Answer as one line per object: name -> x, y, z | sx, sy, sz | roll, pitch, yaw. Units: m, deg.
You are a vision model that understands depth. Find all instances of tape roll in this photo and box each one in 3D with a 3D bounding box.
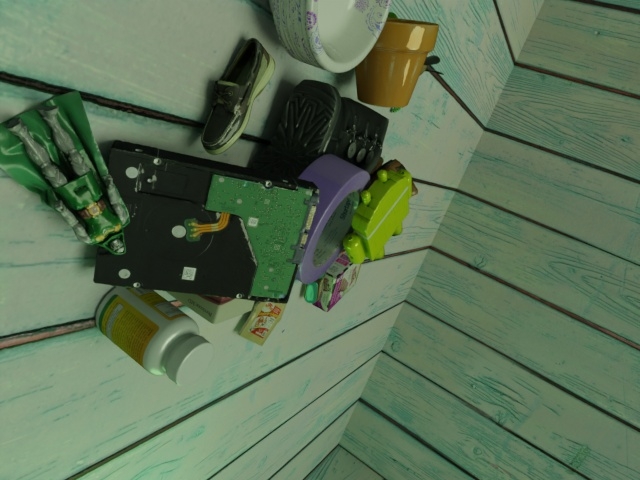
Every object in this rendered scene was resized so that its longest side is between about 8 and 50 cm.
tape roll -> 0.002, -0.044, 0.997 | 0.275, 0.090, 0.275 | -51, 161, -26

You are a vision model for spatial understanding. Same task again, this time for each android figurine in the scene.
android figurine -> 0.143, -0.060, 1.087 | 0.248, 0.056, 0.273 | -52, 153, -13

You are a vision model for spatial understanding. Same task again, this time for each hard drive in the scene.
hard drive -> -0.191, -0.019, 0.789 | 0.339, 0.064, 0.236 | 9, 113, -20

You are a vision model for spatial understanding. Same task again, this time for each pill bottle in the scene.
pill bottle -> -0.298, 0.171, 0.838 | 0.117, 0.208, 0.117 | -45, 151, -34

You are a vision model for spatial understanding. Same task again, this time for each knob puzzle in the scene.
knob puzzle -> -0.163, 0.212, 1.373 | 0.213, 0.030, 0.213 | -44, 150, -34

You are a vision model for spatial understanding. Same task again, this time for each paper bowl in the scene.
paper bowl -> 0.013, -0.473, 0.851 | 0.284, 0.148, 0.284 | -46, 152, -33

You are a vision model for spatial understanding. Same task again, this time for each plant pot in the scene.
plant pot -> 0.165, -0.429, 1.105 | 0.205, 0.205, 0.188 | -32, 136, -48

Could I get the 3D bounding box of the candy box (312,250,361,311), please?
candy box -> 0.069, 0.137, 1.685 | 0.233, 0.071, 0.159 | -38, 148, -52

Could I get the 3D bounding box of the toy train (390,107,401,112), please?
toy train -> 0.259, -0.447, 1.531 | 0.083, 0.017, 0.023 | -39, 138, -41

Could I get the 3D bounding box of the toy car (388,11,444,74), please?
toy car -> 0.244, -0.499, 1.233 | 0.149, 0.188, 0.155 | -64, 156, 6

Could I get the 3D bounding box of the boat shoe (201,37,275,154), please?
boat shoe -> -0.160, -0.263, 0.825 | 0.223, 0.080, 0.073 | -63, 151, -11

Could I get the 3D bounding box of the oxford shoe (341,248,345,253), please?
oxford shoe -> 0.000, 0.000, 1.218 | 0.348, 0.130, 0.123 | -40, 179, 27

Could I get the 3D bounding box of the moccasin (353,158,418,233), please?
moccasin -> 0.106, -0.075, 1.306 | 0.380, 0.147, 0.139 | -34, -178, 28

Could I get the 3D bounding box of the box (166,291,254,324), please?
box -> -0.203, 0.030, 0.954 | 0.127, 0.149, 0.232 | -13, 126, -60

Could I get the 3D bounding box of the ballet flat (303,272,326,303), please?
ballet flat -> -0.018, 0.116, 1.538 | 0.067, 0.073, 0.206 | -76, -179, -59

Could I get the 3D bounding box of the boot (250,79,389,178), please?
boot -> 0.008, -0.194, 1.180 | 0.367, 0.146, 0.445 | -58, 167, 16

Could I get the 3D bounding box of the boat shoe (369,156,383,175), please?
boat shoe -> 0.172, -0.204, 1.561 | 0.178, 0.060, 0.064 | -60, 156, -4

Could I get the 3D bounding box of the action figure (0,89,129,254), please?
action figure -> -0.334, -0.069, 0.639 | 0.137, 0.063, 0.232 | -36, 133, -22
